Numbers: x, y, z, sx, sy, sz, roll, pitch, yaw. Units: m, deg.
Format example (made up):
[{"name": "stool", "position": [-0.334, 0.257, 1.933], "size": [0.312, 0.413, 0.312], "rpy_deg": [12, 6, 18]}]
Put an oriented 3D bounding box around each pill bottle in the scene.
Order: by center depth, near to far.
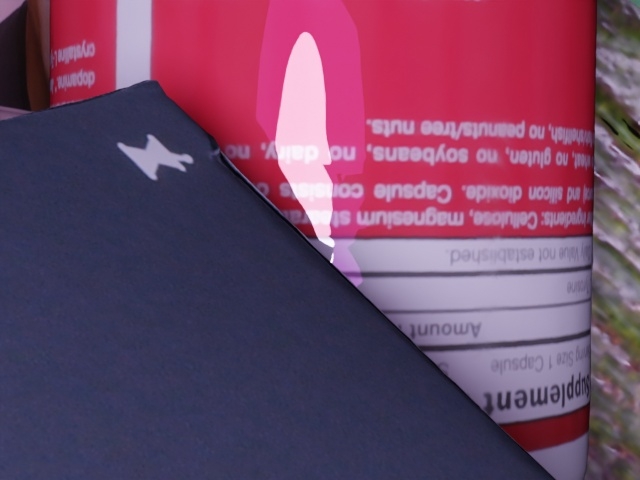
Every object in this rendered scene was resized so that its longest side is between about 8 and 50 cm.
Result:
[{"name": "pill bottle", "position": [0.000, 0.000, 0.629], "size": [0.229, 0.229, 0.407], "rpy_deg": [1, 92, 7]}]

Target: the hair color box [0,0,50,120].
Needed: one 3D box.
[{"name": "hair color box", "position": [-0.168, -0.108, 0.668], "size": [0.114, 0.185, 0.374], "rpy_deg": [3, 92, 9]}]

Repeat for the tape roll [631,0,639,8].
[{"name": "tape roll", "position": [0.180, -0.221, 0.575], "size": [0.321, 0.077, 0.321], "rpy_deg": [13, 66, -31]}]

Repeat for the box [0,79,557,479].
[{"name": "box", "position": [-0.097, 0.204, 0.465], "size": [0.293, 0.212, 0.395], "rpy_deg": [44, 124, 17]}]
